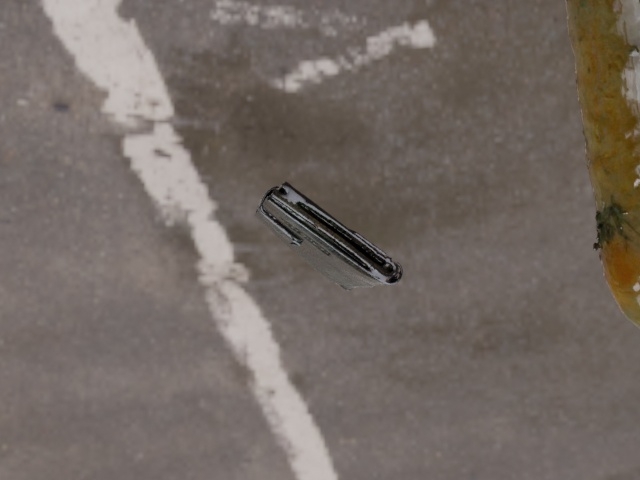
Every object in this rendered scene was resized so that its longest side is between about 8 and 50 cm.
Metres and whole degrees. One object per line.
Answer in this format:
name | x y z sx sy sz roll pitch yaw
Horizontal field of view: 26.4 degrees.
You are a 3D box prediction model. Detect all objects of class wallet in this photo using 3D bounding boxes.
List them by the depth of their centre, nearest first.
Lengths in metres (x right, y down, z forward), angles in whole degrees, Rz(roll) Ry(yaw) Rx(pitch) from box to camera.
wallet | 0.000 0.001 1.579 0.169 0.044 0.317 37 175 -4

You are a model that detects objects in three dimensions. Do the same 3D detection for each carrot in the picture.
carrot | 0.134 -0.103 0.590 0.078 0.298 0.078 -14 -174 1
